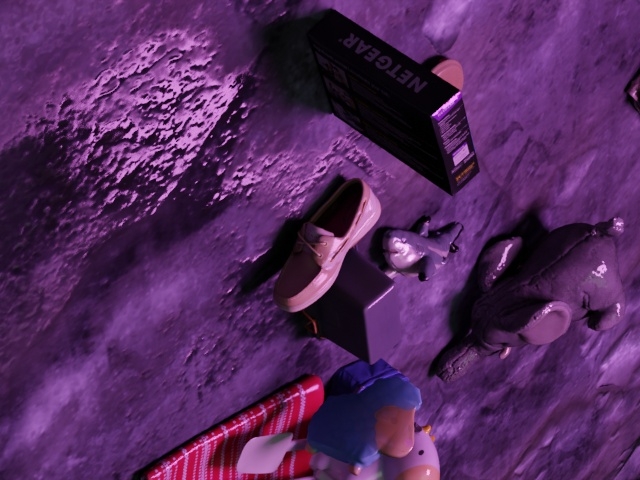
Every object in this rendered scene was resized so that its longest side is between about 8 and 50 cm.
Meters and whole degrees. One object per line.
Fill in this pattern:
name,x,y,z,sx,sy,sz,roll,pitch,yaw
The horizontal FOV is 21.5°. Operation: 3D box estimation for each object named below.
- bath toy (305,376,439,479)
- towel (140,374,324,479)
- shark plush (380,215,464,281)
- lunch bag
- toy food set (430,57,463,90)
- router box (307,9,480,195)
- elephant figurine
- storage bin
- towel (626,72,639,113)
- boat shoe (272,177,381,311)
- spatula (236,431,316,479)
bath toy,0.085,0.289,2.059,0.129,0.151,0.348,-56,156,-22
towel,-0.104,0.285,1.983,0.275,0.031,0.199,-27,138,-37
shark plush,0.132,0.003,2.018,0.161,0.073,0.067,-17,102,-39
lunch bag,0.059,0.191,2.080,0.098,0.065,0.067,-23,136,-42
toy food set,0.129,-0.166,1.883,0.083,0.020,0.082,-54,149,-3
router box,0.073,-0.137,1.682,0.046,0.179,0.133,-43,147,-15
elephant figurine,0.270,0.080,2.195,0.239,0.169,0.186,-21,108,-21
storage bin,0.037,0.078,1.920,0.098,0.091,0.135,-39,144,-25
towel,0.531,-0.272,2.300,0.282,0.049,0.187,-57,149,2
boat shoe,0.000,0.000,1.832,0.170,0.063,0.059,-54,147,-21
spatula,-0.045,0.294,2.022,0.242,0.019,0.168,3,116,-53
